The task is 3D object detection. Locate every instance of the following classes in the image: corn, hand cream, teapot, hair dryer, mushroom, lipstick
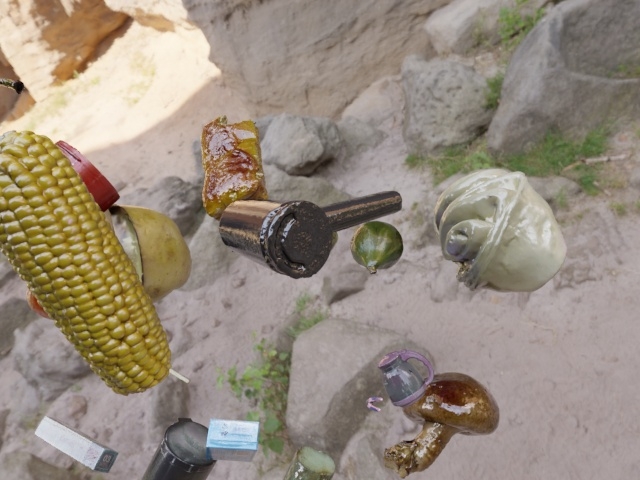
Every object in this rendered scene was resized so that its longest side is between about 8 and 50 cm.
[{"bbox_3d":[-0.248,0.025,0.465,0.101,0.310,0.101,-22,16,7],"label":"corn"},{"bbox_3d":[-0.590,-0.128,1.087,0.193,0.193,0.125,20,63,41],"label":"hand cream"},{"bbox_3d":[0.236,0.386,1.311,0.116,0.146,0.148,-26,-8,-48],"label":"teapot"},{"bbox_3d":[0.005,-0.026,0.626,0.251,0.089,0.197,-14,12,-28],"label":"hair dryer"},{"bbox_3d":[0.414,0.601,1.510,0.334,0.331,0.356,18,47,-5],"label":"mushroom"},{"bbox_3d":[-0.901,0.744,1.686,0.371,0.080,0.076,8,63,30],"label":"lipstick"}]

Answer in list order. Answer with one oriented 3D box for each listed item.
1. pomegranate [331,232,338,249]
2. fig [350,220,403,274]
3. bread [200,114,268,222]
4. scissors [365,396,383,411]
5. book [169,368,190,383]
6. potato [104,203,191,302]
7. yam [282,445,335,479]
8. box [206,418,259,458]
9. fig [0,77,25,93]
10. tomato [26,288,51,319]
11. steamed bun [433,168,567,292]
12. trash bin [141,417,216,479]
[{"bbox_3d":[-0.001,-0.003,1.605,0.130,0.130,0.130,-15,42,14],"label":"pomegranate"},{"bbox_3d":[0.118,0.019,0.967,0.117,0.117,0.177,-17,10,13],"label":"fig"},{"bbox_3d":[-0.241,-0.223,1.265,0.185,0.109,0.380,-30,48,18],"label":"bread"},{"bbox_3d":[0.150,0.463,1.307,0.012,0.113,0.039,17,72,-11],"label":"scissors"},{"bbox_3d":[-0.607,0.490,1.781,0.018,0.228,0.322,-59,6,-22],"label":"book"},{"bbox_3d":[-0.464,0.040,1.250,0.242,0.242,0.285,-24,78,4],"label":"potato"},{"bbox_3d":[-0.065,0.876,1.601,0.161,0.161,0.268,24,88,42],"label":"yam"},{"bbox_3d":[-0.266,0.603,1.376,0.143,0.232,0.083,7,57,-9],"label":"box"},{"bbox_3d":[-0.788,-0.349,0.985,0.290,0.190,0.190,39,70,11],"label":"fig"},{"bbox_3d":[-0.691,0.089,1.177,0.237,0.095,0.236,-13,73,49],"label":"tomato"},{"bbox_3d":[0.444,-0.006,1.248,0.247,0.339,0.352,-22,78,-15],"label":"steamed bun"},{"bbox_3d":[-0.498,0.805,1.575,0.252,0.203,0.301,41,107,50],"label":"trash bin"}]
